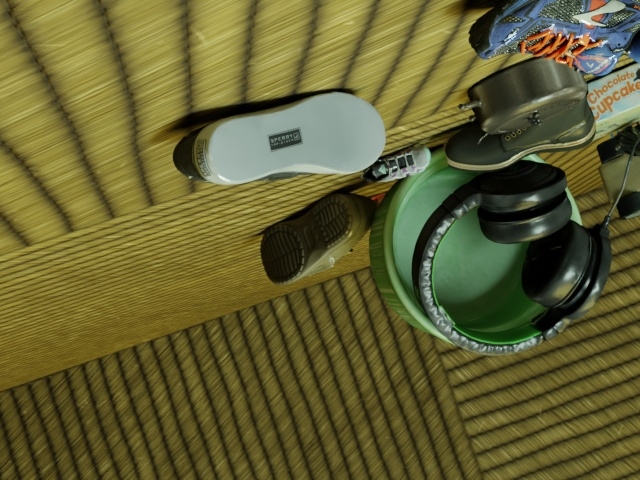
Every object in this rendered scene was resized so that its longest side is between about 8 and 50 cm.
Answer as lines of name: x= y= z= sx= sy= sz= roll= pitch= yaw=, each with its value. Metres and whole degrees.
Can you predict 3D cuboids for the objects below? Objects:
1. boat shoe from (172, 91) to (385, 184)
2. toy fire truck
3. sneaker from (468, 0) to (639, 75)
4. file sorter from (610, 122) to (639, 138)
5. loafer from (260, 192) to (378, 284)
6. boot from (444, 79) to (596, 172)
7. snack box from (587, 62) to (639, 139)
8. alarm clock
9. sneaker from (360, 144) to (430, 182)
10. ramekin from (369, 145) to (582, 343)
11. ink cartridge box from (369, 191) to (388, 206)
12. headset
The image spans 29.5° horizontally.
boat shoe: x=-0.039 y=-0.090 z=1.141 sx=0.229 sy=0.080 sz=0.076 roll=-18 pitch=-168 yaw=-41
toy fire truck: x=0.568 y=-0.107 z=1.790 sx=0.246 sy=0.158 sz=0.217 roll=-9 pitch=167 yaw=-41
sneaker: x=0.223 y=-0.182 z=1.042 sx=0.221 sy=0.087 sz=0.083 roll=-16 pitch=172 yaw=-30
file sorter: x=0.542 y=-0.177 z=1.955 sx=0.105 sy=0.118 sz=0.170 roll=-16 pitch=174 yaw=-2
loafer: x=0.000 y=0.000 z=1.902 sx=0.092 sy=0.101 sz=0.268 roll=-7 pitch=167 yaw=-37
boot: x=0.249 y=-0.156 z=1.546 sx=0.198 sy=0.076 sz=0.137 roll=-16 pitch=158 yaw=7
snack box: x=0.472 y=-0.216 z=1.648 sx=0.322 sy=0.060 sz=0.187 roll=-22 pitch=173 yaw=23
alarm clock: x=0.256 y=-0.172 z=1.381 sx=0.192 sy=0.064 sz=0.129 roll=-24 pitch=173 yaw=13
sneaker: x=0.096 y=-0.098 z=1.626 sx=0.069 sy=0.038 sz=0.098 roll=-14 pitch=172 yaw=-46
ramekin: x=0.218 y=0.009 z=1.788 sx=0.303 sy=0.303 sz=0.148 roll=-18 pitch=-179 yaw=-15
ink cartridge box: x=0.114 y=-0.063 z=2.035 sx=0.115 sy=0.029 sz=0.063 roll=-16 pitch=174 yaw=-30
headset: x=0.302 y=-0.018 z=1.668 sx=0.394 sy=0.243 sz=0.185 roll=-37 pitch=-160 yaw=4
